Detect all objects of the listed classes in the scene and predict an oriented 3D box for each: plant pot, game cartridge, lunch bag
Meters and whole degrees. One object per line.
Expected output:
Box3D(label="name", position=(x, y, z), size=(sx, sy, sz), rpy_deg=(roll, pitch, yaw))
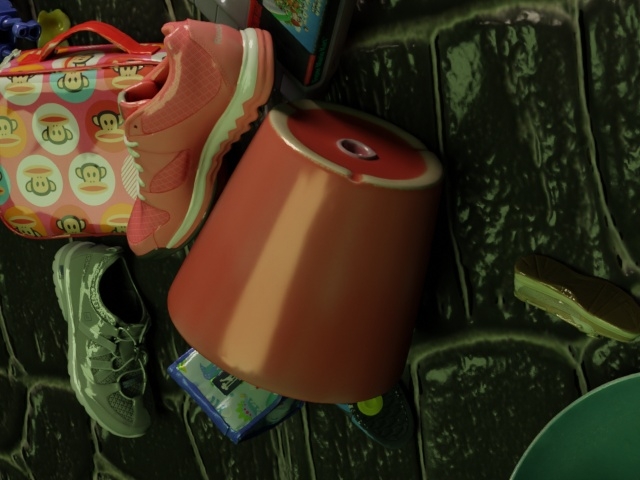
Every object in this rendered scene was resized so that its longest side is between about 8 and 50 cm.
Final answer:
Box3D(label="plant pot", position=(0.342, 0.297, 1.327), size=(0.290, 0.290, 0.195), rpy_deg=(-10, 140, 43))
Box3D(label="plant pot", position=(0.000, 0.000, 1.469), size=(0.275, 0.275, 0.243), rpy_deg=(33, 118, 24))
Box3D(label="game cartridge", position=(-0.056, -0.299, 1.408), size=(0.230, 0.068, 0.355), rpy_deg=(50, 158, 16))
Box3D(label="lunch bag", position=(-0.096, 0.170, 1.693), size=(0.129, 0.151, 0.096), rpy_deg=(43, 132, 18))
Box3D(label="lunch bag", position=(-0.267, -0.136, 1.666), size=(0.293, 0.120, 0.258), rpy_deg=(0, 113, 17))

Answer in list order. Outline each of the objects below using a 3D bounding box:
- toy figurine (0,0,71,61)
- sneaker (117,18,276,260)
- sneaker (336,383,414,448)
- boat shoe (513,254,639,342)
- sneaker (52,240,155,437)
Box3D(label="toy figurine", position=(-0.462, -0.300, 1.768), size=(0.217, 0.191, 0.363), rpy_deg=(26, 124, 35))
Box3D(label="sneaker", position=(-0.166, -0.115, 1.493), size=(0.314, 0.136, 0.116), rpy_deg=(-59, 28, 32))
Box3D(label="sneaker", position=(0.031, 0.165, 1.654), size=(0.209, 0.069, 0.082), rpy_deg=(45, 166, 3))
Box3D(label="boat shoe", position=(0.262, 0.067, 1.407), size=(0.153, 0.056, 0.048), rpy_deg=(27, 135, 31))
Box3D(label="sneaker", position=(-0.279, 0.137, 1.865), size=(0.115, 0.105, 0.281), rpy_deg=(-7, 105, 42))
